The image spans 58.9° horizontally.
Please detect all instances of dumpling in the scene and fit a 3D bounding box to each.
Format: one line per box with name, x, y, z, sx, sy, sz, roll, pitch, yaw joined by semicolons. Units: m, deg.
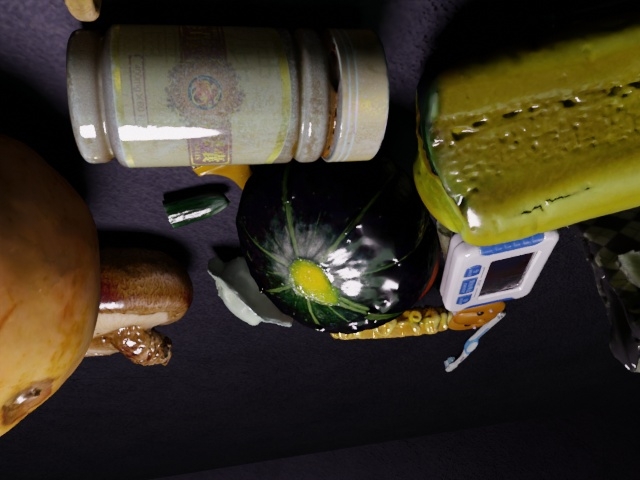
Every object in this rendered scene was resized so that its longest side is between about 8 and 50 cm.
dumpling;-0.133;0.109;1.061;0.108;0.153;0.219;-33;137;28

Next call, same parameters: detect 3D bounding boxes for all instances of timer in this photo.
timer;0.314;0.039;1.035;0.178;0.078;0.253;-12;149;-2

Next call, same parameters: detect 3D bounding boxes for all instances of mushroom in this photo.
mushroom;-0.363;0.116;1.002;0.296;0.163;0.278;-23;138;19

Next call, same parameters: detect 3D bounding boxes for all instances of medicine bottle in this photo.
medicine bottle;-0.099;-0.161;0.636;0.322;0.151;0.151;-4;148;-12

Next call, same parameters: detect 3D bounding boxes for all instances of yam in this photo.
yam;0.266;0.008;1.108;0.068;0.068;0.169;-17;145;9

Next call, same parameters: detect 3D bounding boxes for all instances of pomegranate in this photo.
pomegranate;-0.463;0.047;0.678;0.411;0.412;0.412;-8;149;-5

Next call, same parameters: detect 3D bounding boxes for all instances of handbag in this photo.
handbag;0.490;-0.007;0.817;0.316;0.416;0.180;-4;139;-11

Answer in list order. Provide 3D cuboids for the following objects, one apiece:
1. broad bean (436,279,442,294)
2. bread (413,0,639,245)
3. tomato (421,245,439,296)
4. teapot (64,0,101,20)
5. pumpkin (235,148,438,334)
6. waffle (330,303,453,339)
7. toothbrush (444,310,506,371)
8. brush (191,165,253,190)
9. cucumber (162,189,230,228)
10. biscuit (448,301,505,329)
broad bean;0.343;0.075;1.259;0.195;0.046;0.061;-26;143;20
bread;0.296;-0.147;0.707;0.376;0.251;0.208;-16;-170;3
tomato;0.129;0.079;1.105;0.227;0.112;0.199;-18;160;17
teapot;-0.186;-0.286;0.392;0.203;0.167;0.311;-2;148;-15
pumpkin;0.028;-0.022;0.842;0.295;0.296;0.296;-8;149;-5
waffle;0.152;0.181;1.245;0.283;0.065;0.309;-7;176;15
toothbrush;0.449;0.304;1.668;0.040;0.040;0.386;-1;147;-15
brush;-0.111;-0.089;0.883;0.103;0.014;0.272;-20;148;15
cucumber;-0.192;-0.055;0.882;0.105;0.048;0.048;-16;148;4
biscuit;0.385;0.188;1.450;0.170;0.050;0.170;-8;148;-5
